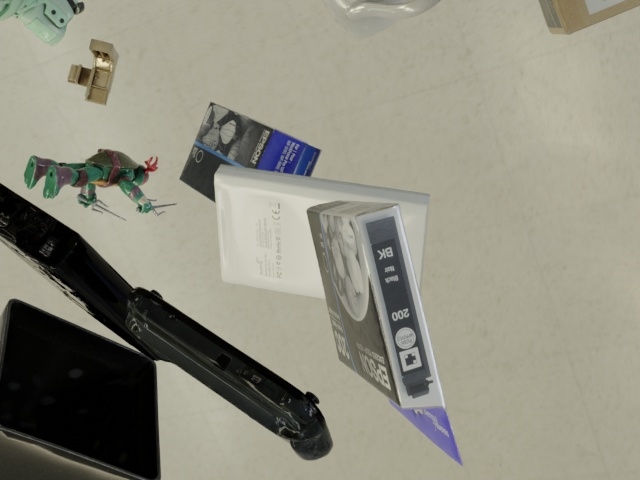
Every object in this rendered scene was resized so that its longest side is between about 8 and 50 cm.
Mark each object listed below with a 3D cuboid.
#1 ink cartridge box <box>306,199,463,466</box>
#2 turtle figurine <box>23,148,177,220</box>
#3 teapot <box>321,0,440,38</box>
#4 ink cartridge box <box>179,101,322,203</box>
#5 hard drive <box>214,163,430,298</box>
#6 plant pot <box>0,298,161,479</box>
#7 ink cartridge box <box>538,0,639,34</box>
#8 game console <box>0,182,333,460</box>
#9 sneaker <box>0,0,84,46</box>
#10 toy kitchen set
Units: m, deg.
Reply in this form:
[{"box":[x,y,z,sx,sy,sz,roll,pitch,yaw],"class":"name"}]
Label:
[{"box":[0.046,0.070,0.775,0.045,0.206,0.208,-16,96,-10],"class":"ink cartridge box"},{"box":[-0.371,-0.099,1.569,0.175,0.234,0.118,-2,85,47],"class":"turtle figurine"},{"box":[0.069,-0.406,1.226,0.187,0.252,0.256,-29,96,15],"class":"teapot"},{"box":[-0.133,-0.132,1.612,0.332,0.065,0.165,29,97,53],"class":"ink cartridge box"},{"box":[0.000,0.000,1.357,0.307,0.040,0.203,9,128,11],"class":"hard drive"},{"box":[-0.299,0.209,0.989,0.188,0.187,0.167,31,114,-29],"class":"plant pot"},{"box":[0.348,-0.366,1.044,0.234,0.088,0.193,-23,103,6],"class":"ink cartridge box"},{"box":[-0.134,0.078,0.789,0.361,0.044,0.213,30,164,26],"class":"game console"},{"box":[-0.480,-0.361,1.453,0.094,0.256,0.151,-13,119,42],"class":"sneaker"},{"box":[-0.356,-0.261,1.410,0.068,0.075,0.083,14,85,-4],"class":"toy kitchen set"}]
